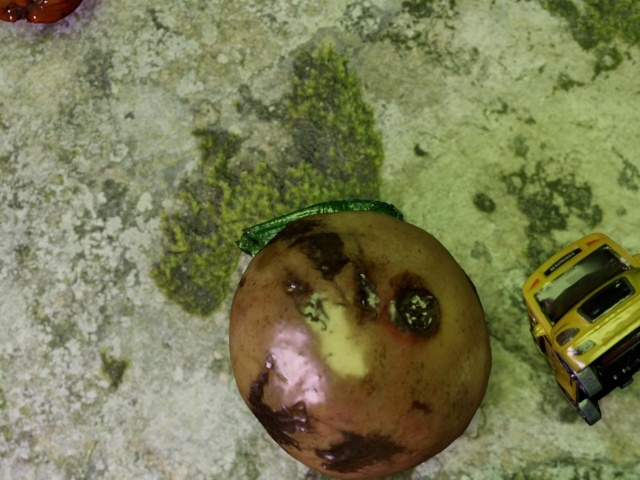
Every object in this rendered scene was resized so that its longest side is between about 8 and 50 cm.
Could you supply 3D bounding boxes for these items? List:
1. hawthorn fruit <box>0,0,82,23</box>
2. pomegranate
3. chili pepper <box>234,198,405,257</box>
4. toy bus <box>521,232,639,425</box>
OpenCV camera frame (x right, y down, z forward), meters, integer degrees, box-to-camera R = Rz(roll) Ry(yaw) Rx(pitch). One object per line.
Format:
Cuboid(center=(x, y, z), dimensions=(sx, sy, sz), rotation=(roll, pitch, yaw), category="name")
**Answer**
Cuboid(center=(-0.409, -0.439, 1.652), dimensions=(0.211, 0.211, 0.299), rotation=(2, 65, 11), category="hawthorn fruit")
Cuboid(center=(0.046, 0.118, 1.387), dimensions=(0.322, 0.322, 0.322), rotation=(-2, 76, 10), category="pomegranate")
Cuboid(center=(0.000, 0.000, 1.538), dimensions=(0.224, 0.061, 0.098), rotation=(-11, 80, 9), category="chili pepper")
Cuboid(center=(0.309, 0.096, 1.320), dimensions=(0.145, 0.331, 0.151), rotation=(-35, 70, 0), category="toy bus")
